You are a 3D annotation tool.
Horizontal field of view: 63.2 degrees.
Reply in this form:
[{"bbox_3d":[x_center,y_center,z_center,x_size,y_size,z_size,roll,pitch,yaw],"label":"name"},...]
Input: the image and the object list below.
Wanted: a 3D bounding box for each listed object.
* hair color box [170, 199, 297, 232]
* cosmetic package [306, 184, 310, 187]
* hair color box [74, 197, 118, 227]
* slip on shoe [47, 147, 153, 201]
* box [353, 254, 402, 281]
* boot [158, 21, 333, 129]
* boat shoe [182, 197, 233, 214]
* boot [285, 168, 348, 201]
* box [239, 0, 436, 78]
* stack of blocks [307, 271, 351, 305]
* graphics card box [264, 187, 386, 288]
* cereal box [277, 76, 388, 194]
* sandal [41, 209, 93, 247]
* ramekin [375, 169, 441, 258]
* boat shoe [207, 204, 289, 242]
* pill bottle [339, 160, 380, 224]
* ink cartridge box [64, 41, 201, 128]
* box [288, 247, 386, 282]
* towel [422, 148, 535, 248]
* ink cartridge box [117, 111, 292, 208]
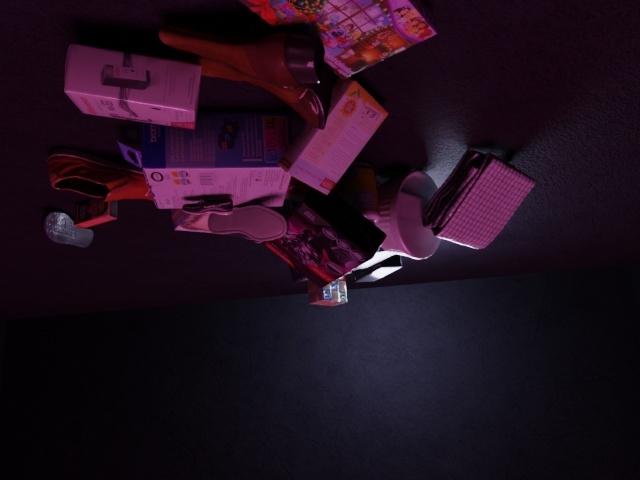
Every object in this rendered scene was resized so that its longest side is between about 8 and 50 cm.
[{"bbox_3d":[-0.254,-0.097,1.570,0.348,0.105,0.174,5,151,-43],"label":"hair color box"},{"bbox_3d":[-0.023,-0.201,1.352,0.041,0.114,0.060,-6,162,0],"label":"cosmetic package"},{"bbox_3d":[-0.694,-0.090,1.608,0.141,0.071,0.043,-13,162,22],"label":"hair color box"},{"bbox_3d":[-0.536,-0.143,1.362,0.332,0.101,0.123,14,152,-31],"label":"slip on shoe"},{"bbox_3d":[0.224,0.058,2.170,0.103,0.184,0.261,2,163,-20],"label":"box"},{"bbox_3d":[-0.125,-0.296,0.969,0.281,0.096,0.264,9,174,11],"label":"boot"},{"bbox_3d":[-0.278,-0.087,1.286,0.125,0.038,0.046,2,-154,-5],"label":"boat shoe"},{"bbox_3d":[-0.051,-0.195,1.457,0.245,0.088,0.176,17,129,-2],"label":"boot"},{"bbox_3d":[0.035,-0.386,0.853,0.201,0.057,0.293,-17,160,34],"label":"box"},{"bbox_3d":[0.035,0.108,2.085,0.171,0.296,0.087,11,156,-40],"label":"stack of blocks"},{"bbox_3d":[0.000,0.000,1.473,0.233,0.094,0.371,39,152,-7],"label":"graphics card box"},{"bbox_3d":[0.031,-0.228,1.158,0.240,0.047,0.173,-52,148,10],"label":"cereal box"},{"bbox_3d":[-0.854,-0.032,1.736,0.055,0.097,0.254,20,166,11],"label":"sandal"},{"bbox_3d":[0.263,-0.077,1.622,0.127,0.272,0.273,-3,169,44],"label":"ramekin"},{"bbox_3d":[-0.181,-0.041,1.371,0.255,0.095,0.079,-2,177,31],"label":"boat shoe"},{"bbox_3d":[0.110,-0.113,1.513,0.118,0.214,0.117,-4,164,-1],"label":"pill bottle"},{"bbox_3d":[-0.336,-0.277,0.956,0.218,0.092,0.158,8,178,-14],"label":"ink cartridge box"},{"bbox_3d":[0.090,0.006,1.858,0.344,0.178,0.312,-10,167,-29],"label":"box"},{"bbox_3d":[0.465,-0.125,1.562,0.235,0.121,0.283,15,115,-34],"label":"towel"},{"bbox_3d":[-0.277,-0.187,1.265,0.396,0.151,0.270,-4,164,-11],"label":"ink cartridge box"}]
